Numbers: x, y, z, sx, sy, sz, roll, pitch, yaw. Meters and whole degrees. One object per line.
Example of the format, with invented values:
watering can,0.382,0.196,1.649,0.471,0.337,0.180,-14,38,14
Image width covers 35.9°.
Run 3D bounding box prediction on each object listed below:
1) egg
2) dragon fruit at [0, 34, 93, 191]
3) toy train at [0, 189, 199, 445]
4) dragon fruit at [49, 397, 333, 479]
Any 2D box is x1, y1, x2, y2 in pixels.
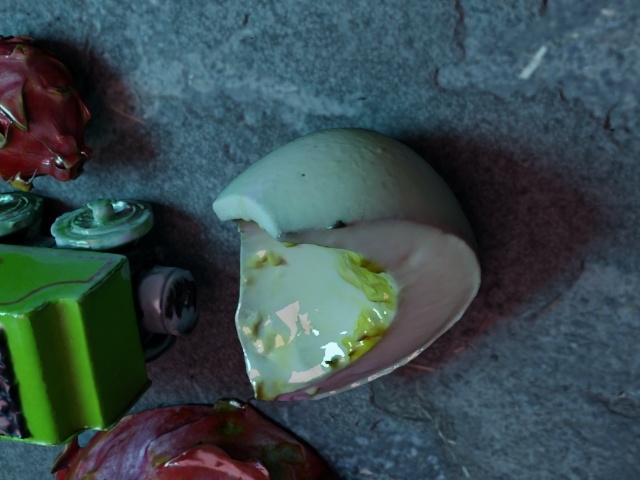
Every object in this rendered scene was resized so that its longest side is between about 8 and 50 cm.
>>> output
egg,0.018,-0.001,0.846,0.206,0.162,0.271,-13,146,-7
dragon fruit,-0.281,-0.116,0.929,0.166,0.136,0.133,43,153,9
toy train,-0.284,0.065,0.935,0.307,0.249,0.174,4,115,19
dragon fruit,-0.149,0.365,1.021,0.386,0.249,0.371,28,114,6
